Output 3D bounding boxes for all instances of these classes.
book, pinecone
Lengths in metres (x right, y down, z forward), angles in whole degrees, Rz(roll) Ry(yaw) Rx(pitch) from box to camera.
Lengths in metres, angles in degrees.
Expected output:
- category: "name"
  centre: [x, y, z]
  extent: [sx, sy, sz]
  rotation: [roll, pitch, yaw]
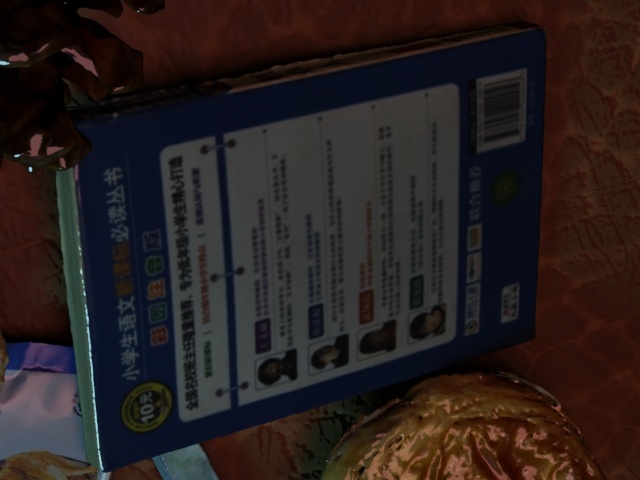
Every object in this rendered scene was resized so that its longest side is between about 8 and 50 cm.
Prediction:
- category: "book"
  centre: [0.000, 0.000, 1.286]
  extent: [0.428, 0.039, 0.300]
  rotation: [-14, 117, -27]
- category: "pinecone"
  centre: [-0.211, -0.175, 1.015]
  extent: [0.244, 0.244, 0.309]
  rotation: [-15, 119, -20]

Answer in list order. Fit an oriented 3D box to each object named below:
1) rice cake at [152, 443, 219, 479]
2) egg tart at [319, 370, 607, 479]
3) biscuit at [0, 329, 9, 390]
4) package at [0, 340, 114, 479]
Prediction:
- category: "rice cake"
  centre: [-0.111, 0.197, 1.342]
  extent: [0.043, 0.034, 0.211]
  rotation: [-35, 122, -19]
- category: "egg tart"
  centre: [0.115, 0.247, 1.428]
  extent: [0.297, 0.132, 0.297]
  rotation: [-3, 99, -19]
- category: "biscuit"
  centre: [-0.338, 0.084, 1.156]
  extent: [0.220, 0.033, 0.219]
  rotation: [-6, 124, -8]
- category: "package"
  centre: [-0.240, 0.156, 1.258]
  extent: [0.171, 0.027, 0.173]
  rotation: [7, 112, -21]
